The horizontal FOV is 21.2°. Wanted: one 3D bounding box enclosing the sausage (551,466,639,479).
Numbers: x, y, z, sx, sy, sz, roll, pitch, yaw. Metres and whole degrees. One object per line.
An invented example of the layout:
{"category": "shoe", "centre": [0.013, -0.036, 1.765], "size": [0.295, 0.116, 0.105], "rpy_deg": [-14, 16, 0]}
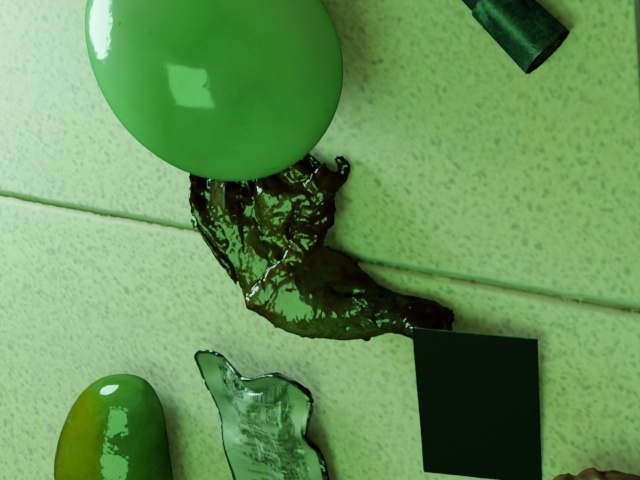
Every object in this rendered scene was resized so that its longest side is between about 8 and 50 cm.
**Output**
{"category": "sausage", "centre": [0.288, 0.350, 1.620], "size": [0.152, 0.152, 0.280], "rpy_deg": [-49, 46, 44]}

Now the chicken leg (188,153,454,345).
{"category": "chicken leg", "centre": [-0.007, 0.009, 1.758], "size": [0.177, 0.083, 0.322], "rpy_deg": [-35, 89, 26]}

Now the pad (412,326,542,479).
{"category": "pad", "centre": [0.160, 0.169, 1.730], "size": [0.127, 0.004, 0.190], "rpy_deg": [5, 125, 17]}

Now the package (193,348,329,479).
{"category": "package", "centre": [-0.057, 0.225, 1.949], "size": [0.166, 0.040, 0.232], "rpy_deg": [9, 128, 38]}

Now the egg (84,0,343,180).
{"category": "egg", "centre": [-0.103, -0.179, 1.614], "size": [0.270, 0.220, 0.220], "rpy_deg": [46, 134, 13]}

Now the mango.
{"category": "mango", "centre": [-0.251, 0.267, 2.066], "size": [0.156, 0.114, 0.251], "rpy_deg": [28, 130, 32]}

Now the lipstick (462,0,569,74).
{"category": "lipstick", "centre": [0.120, -0.247, 1.520], "size": [0.234, 0.053, 0.053], "rpy_deg": [46, 134, 9]}
